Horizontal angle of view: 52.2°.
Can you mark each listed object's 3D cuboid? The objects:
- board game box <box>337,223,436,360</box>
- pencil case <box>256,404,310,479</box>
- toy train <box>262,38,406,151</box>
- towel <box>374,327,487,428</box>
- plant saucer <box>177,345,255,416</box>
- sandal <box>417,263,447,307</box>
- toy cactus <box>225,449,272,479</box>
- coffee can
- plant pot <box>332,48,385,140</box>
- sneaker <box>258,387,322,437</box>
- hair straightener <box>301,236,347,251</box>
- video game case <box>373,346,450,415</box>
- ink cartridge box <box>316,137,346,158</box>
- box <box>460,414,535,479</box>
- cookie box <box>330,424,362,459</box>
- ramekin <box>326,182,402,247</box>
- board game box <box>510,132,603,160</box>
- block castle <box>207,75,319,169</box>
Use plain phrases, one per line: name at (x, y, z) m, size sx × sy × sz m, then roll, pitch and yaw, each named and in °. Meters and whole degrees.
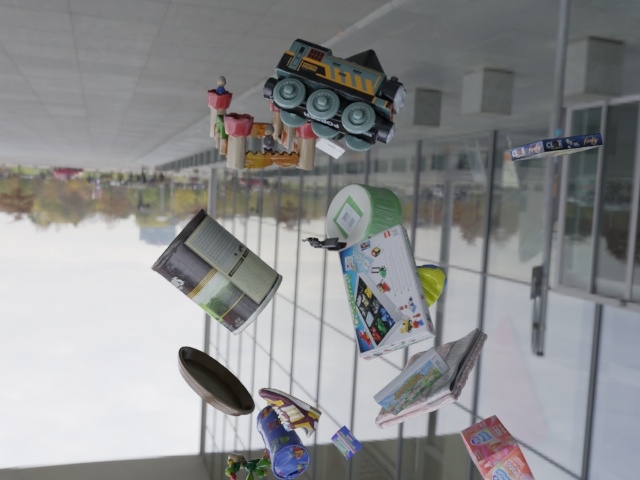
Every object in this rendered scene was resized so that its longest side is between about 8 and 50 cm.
board game box at (0.162, 0.130, 1.667) m, size 0.192 × 0.306 × 0.053 m, roll -24°, pitch 149°, yaw 22°
pencil case at (-0.121, 0.630, 2.049) m, size 0.119 × 0.133 × 0.306 m, roll -18°, pitch -166°, yaw -11°
toy train at (0.034, -0.342, 1.527) m, size 0.333 × 0.190 × 0.142 m, roll 22°, pitch 167°, yaw 14°
towel at (0.337, 0.417, 2.000) m, size 0.317 × 0.053 × 0.332 m, roll -35°, pitch -174°, yaw 40°
plant saucer at (-0.304, 0.406, 1.863) m, size 0.278 × 0.041 × 0.278 m, roll 40°, pitch -179°, yaw -1°
sandal at (0.228, 0.157, 1.822) m, size 0.317 × 0.126 × 0.138 m, roll -37°, pitch 177°, yaw 37°
toy cactus at (-0.263, 0.786, 2.303) m, size 0.218 × 0.112 × 0.180 m, roll -7°, pitch -171°, yaw -43°
coffee can at (-0.263, 0.080, 1.674) m, size 0.275 × 0.202 × 0.201 m, roll 40°, pitch 177°, yaw -10°
plant pot at (0.084, -0.385, 1.816) m, size 0.187 × 0.188 × 0.167 m, roll -11°, pitch -142°, yaw 31°
sneaker at (-0.087, 0.447, 1.696) m, size 0.185 × 0.084 × 0.069 m, roll 28°, pitch 161°, yaw -13°
hair straightener at (0.000, 0.000, 2.448) m, size 0.089 × 0.047 × 0.230 m, roll 33°, pitch 168°, yaw -32°
video game case at (0.256, 0.393, 1.804) m, size 0.023 × 0.212 × 0.193 m, roll 50°, pitch -179°, yaw 33°
ink cartridge box at (0.042, -0.362, 2.254) m, size 0.099 × 0.135 × 0.056 m, roll 29°, pitch 137°, yaw -18°
box at (0.602, 0.737, 2.255) m, size 0.154 × 0.142 × 0.300 m, roll -26°, pitch -178°, yaw 3°
cookie box at (0.085, 0.669, 2.162) m, size 0.040 × 0.092 × 0.107 m, roll -34°, pitch 162°, yaw -27°
ramekin at (0.158, -0.075, 2.527) m, size 0.148 × 0.304 × 0.303 m, roll 14°, pitch 176°, yaw -38°
board game box at (0.775, -0.307, 2.153) m, size 0.243 × 0.042 × 0.165 m, roll -9°, pitch 180°, yaw -22°
block castle at (-0.183, -0.380, 2.054) m, size 0.302 × 0.213 × 0.453 m, roll -1°, pitch -157°, yaw -17°
